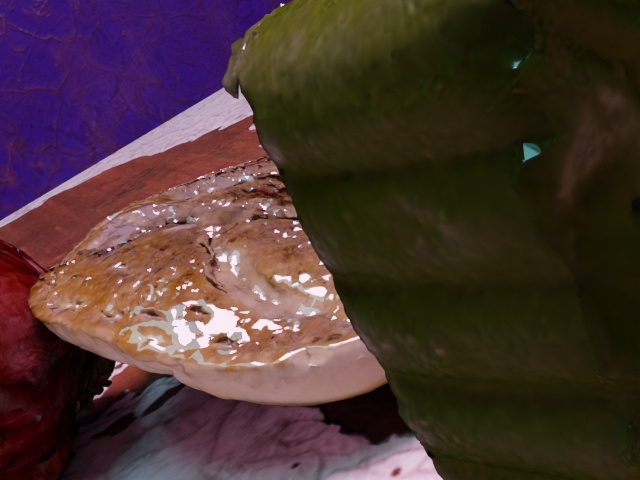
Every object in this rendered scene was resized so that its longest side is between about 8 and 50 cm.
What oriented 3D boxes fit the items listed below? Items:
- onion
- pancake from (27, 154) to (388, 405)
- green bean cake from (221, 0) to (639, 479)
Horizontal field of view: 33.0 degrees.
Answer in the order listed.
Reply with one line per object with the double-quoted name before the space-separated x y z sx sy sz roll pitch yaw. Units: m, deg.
"onion" -0.290 0.110 0.742 0.280 0.221 0.281 -27 -11 -6
"pancake" 0.001 0.000 0.725 0.386 0.082 0.387 -11 19 4
"green bean cake" 0.124 -0.032 0.424 0.247 0.250 0.156 -40 20 -35
